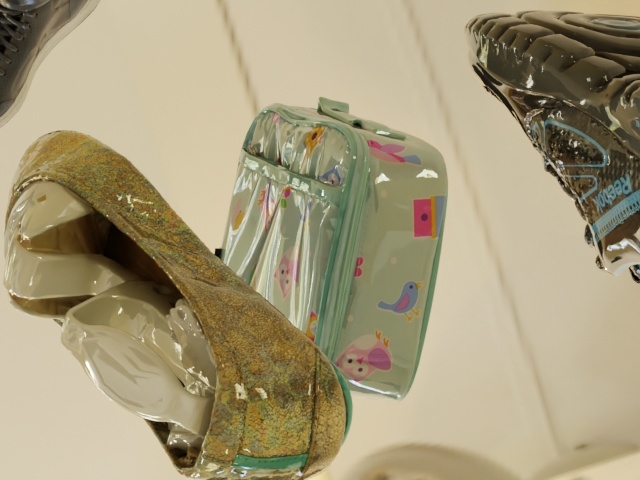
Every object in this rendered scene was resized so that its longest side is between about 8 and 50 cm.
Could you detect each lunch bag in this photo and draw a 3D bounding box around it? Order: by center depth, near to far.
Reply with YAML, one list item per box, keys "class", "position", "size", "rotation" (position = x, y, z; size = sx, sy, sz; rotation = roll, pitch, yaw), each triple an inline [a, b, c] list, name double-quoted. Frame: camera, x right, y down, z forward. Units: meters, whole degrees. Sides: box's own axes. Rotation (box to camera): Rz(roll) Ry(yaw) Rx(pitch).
- class: "lunch bag"
  position: [0.000, 0.000, 1.546]
  size: [0.279, 0.108, 0.224]
  rotation: [-157, -105, -68]

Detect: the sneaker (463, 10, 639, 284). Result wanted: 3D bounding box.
- class: "sneaker"
  position: [0.167, -0.050, 1.112]
  size: [0.341, 0.125, 0.139]
  rotation: [-130, -140, -65]

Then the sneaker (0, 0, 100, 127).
- class: "sneaker"
  position: [-0.295, -0.203, 1.751]
  size: [0.086, 0.163, 0.226]
  rotation: [30, -106, 15]

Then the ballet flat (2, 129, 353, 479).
- class: "ballet flat"
  position: [-0.122, 0.033, 1.160]
  size: [0.348, 0.123, 0.123]
  rotation: [39, -59, 39]
